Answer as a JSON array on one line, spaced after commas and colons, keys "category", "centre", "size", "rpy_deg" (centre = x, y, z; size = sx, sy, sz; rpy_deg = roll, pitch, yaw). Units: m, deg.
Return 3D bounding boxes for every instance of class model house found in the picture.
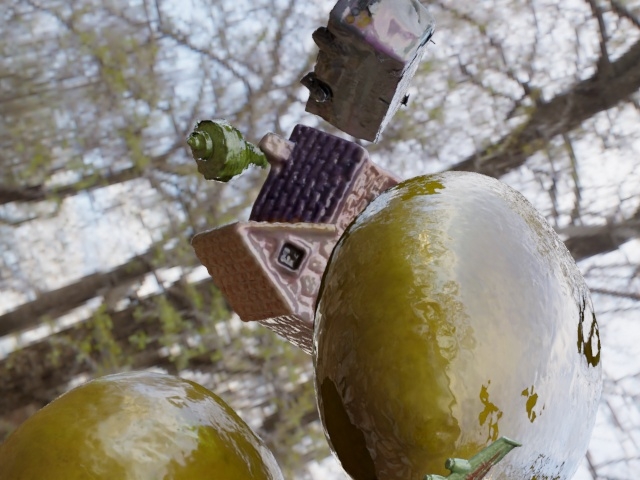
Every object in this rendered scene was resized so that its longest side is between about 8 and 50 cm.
[{"category": "model house", "centre": [0.000, 0.000, 1.434], "size": [0.237, 0.237, 0.202], "rpy_deg": [29, -9, -14]}]

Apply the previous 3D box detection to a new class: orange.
[{"category": "orange", "centre": [-0.151, 0.240, 0.985], "size": [0.235, 0.279, 0.279], "rpy_deg": [27, -46, 17]}]

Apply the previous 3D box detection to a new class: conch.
[{"category": "conch", "centre": [-0.109, -0.105, 1.409], "size": [0.074, 0.121, 0.089], "rpy_deg": [-54, -125, 23]}]

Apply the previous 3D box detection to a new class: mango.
[{"category": "mango", "centre": [0.100, 0.097, 0.972], "size": [0.220, 0.445, 0.302], "rpy_deg": [-3, -84, 16]}]

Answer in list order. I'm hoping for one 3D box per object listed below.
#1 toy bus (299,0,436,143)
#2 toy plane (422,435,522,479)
[{"category": "toy bus", "centre": [0.060, -0.234, 1.639], "size": [0.138, 0.112, 0.317], "rpy_deg": [34, -14, 3]}, {"category": "toy plane", "centre": [0.065, 0.145, 0.646], "size": [0.040, 0.111, 0.102], "rpy_deg": [-150, -103, -71]}]
